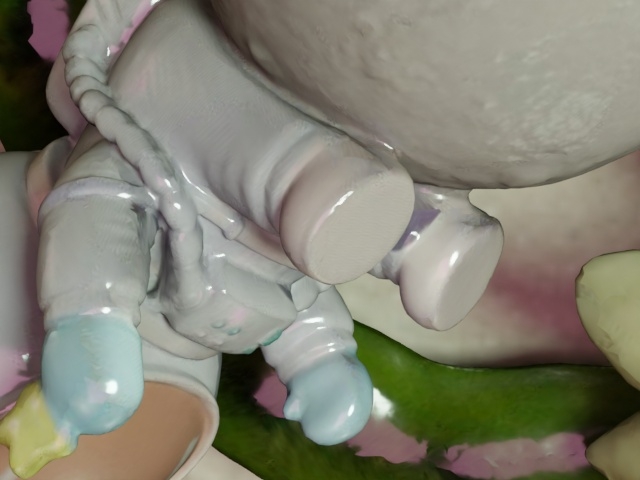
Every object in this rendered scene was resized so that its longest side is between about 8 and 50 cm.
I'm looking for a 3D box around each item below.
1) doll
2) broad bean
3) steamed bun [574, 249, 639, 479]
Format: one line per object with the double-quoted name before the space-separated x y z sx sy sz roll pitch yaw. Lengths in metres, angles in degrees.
"doll" -0.019 -0.028 0.489 0.287 0.151 0.151 -43 92 17
"broad bean" 0.000 0.000 0.580 0.292 0.049 0.144 29 101 1
"steamed bun" 0.187 0.094 0.489 0.247 0.189 0.428 7 122 -21
